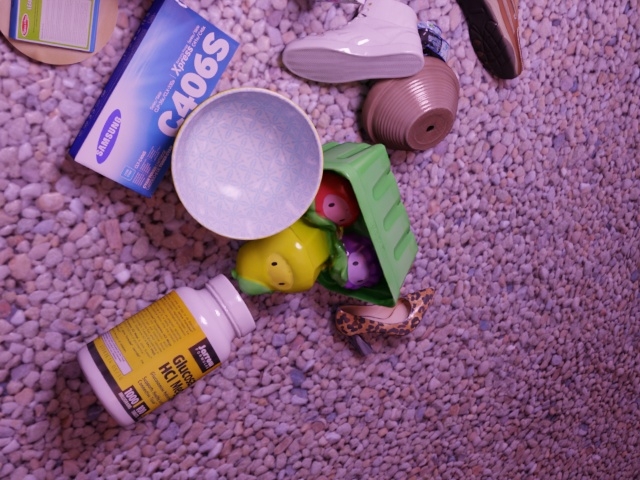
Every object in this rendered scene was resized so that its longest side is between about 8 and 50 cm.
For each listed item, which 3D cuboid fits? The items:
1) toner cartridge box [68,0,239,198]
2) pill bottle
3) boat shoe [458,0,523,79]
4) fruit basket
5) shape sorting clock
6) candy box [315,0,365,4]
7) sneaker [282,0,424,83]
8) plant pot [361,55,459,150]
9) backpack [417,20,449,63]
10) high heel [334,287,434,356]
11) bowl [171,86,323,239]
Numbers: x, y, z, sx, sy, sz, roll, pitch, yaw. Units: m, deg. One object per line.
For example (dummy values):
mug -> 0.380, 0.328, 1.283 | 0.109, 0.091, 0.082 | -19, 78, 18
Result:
toner cartridge box -> -0.313, -0.271, 1.283 | 0.165, 0.075, 0.348 | 28, 93, -34
pill bottle -> -0.310, 0.216, 1.402 | 0.333, 0.188, 0.188 | -33, 122, -15
boat shoe -> 0.413, -0.532, 1.577 | 0.120, 0.122, 0.324 | -41, 124, -14
fruit basket -> 0.000, 0.000, 1.474 | 0.392, 0.282, 0.392 | -11, 106, -43
shape sorting clock -> -0.456, -0.409, 1.168 | 0.206, 0.040, 0.206 | -12, 118, -24
candy box -> 0.034, -0.548, 1.302 | 0.070, 0.196, 0.165 | 11, 102, -32
sneaker -> 0.066, -0.430, 1.434 | 0.292, 0.169, 0.108 | 0, 153, -2
plant pot -> 0.219, -0.279, 1.513 | 0.237, 0.110, 0.237 | -17, 142, -14
backpack -> 0.231, -0.435, 1.518 | 0.114, 0.105, 0.084 | 21, 77, -43
high heel -> 0.163, 0.168, 1.711 | 0.261, 0.093, 0.186 | -38, 129, -2
bowl -> -0.153, -0.160, 1.326 | 0.289, 0.156, 0.290 | -5, 110, -16
